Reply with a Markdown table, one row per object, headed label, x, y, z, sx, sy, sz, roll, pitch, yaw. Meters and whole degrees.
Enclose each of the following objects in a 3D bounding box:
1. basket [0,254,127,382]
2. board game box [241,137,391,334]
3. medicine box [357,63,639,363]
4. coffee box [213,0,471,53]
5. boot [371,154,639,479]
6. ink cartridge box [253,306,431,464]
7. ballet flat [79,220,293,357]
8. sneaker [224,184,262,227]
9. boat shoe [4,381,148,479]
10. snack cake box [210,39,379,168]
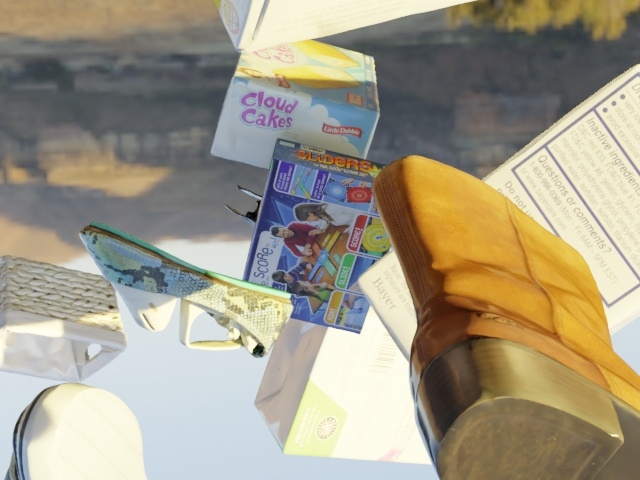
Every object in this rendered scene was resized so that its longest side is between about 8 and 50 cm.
| label | x | y | z | sx | sy | sz | roll | pitch | yaw |
| --- | --- | --- | --- | --- | --- | --- | --- | --- | --- |
| basket | -0.330 | 0.093 | 1.664 | 0.167 | 0.103 | 0.113 | 15 | 143 | -40 |
| board game box | 0.000 | 0.000 | 1.399 | 0.136 | 0.201 | 0.035 | 14 | -139 | -4 |
| medicine box | 0.220 | 0.000 | 1.157 | 0.289 | 0.149 | 0.263 | -38 | 169 | 23 |
| coffee box | 0.048 | -0.418 | 1.181 | 0.337 | 0.334 | 0.338 | -16 | 156 | -21 |
| boot | 0.145 | 0.083 | 0.721 | 0.264 | 0.096 | 0.280 | 24 | -160 | -12 |
| ink cartridge box | 0.117 | 0.169 | 1.792 | 0.353 | 0.207 | 0.119 | 9 | -159 | -28 |
| ballet flat | -0.098 | 0.043 | 1.010 | 0.188 | 0.070 | 0.070 | 22 | 168 | -36 |
| sneaker | -0.024 | -0.003 | 1.521 | 0.170 | 0.051 | 0.089 | 32 | 176 | 0 |
| boat shoe | -0.223 | 0.215 | 1.235 | 0.119 | 0.121 | 0.335 | 18 | 152 | 16 |
| snack cake box | -0.024 | -0.148 | 1.497 | 0.152 | 0.089 | 0.264 | 15 | -161 | -5 |
